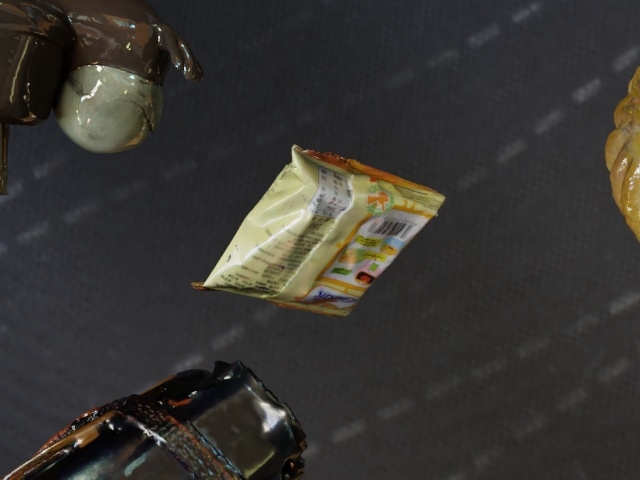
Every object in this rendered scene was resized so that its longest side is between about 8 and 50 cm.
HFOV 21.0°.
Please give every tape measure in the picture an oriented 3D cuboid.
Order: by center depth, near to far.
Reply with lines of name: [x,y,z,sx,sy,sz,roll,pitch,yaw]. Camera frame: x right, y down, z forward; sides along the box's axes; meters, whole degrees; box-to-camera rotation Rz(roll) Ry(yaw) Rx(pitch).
tape measure: [-0.117,0.168,1.049,0.202,0.135,0.223,-37,-178,-22]

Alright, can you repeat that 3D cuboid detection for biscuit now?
biscuit: [0.243,-0.090,1.177,0.061,0.118,0.183,16,105,-30]

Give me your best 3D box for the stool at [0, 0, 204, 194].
stool: [-0.173,-0.085,0.913,0.217,0.125,0.121,10,95,-20]

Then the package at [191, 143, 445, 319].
package: [0.001,-0.001,0.977,0.108,0.031,0.120,15,127,-35]
